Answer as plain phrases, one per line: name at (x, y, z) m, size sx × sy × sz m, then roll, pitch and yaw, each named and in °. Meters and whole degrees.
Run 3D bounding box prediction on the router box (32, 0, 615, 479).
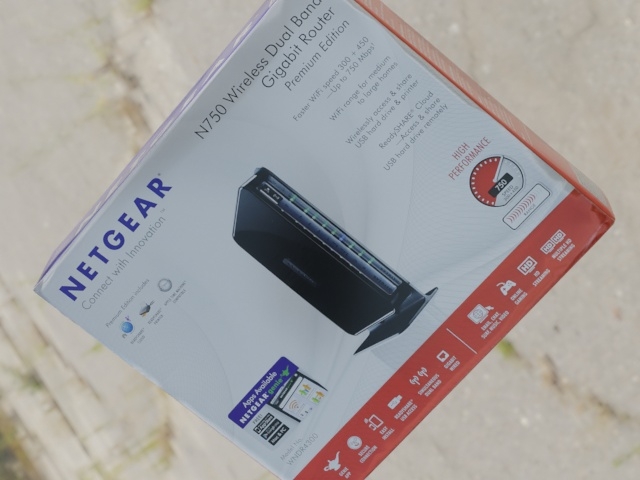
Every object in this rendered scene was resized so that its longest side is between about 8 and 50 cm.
router box at (0.000, 0.000, 1.173) m, size 0.301 × 0.335 × 0.082 m, roll 38°, pitch -163°, yaw -12°
